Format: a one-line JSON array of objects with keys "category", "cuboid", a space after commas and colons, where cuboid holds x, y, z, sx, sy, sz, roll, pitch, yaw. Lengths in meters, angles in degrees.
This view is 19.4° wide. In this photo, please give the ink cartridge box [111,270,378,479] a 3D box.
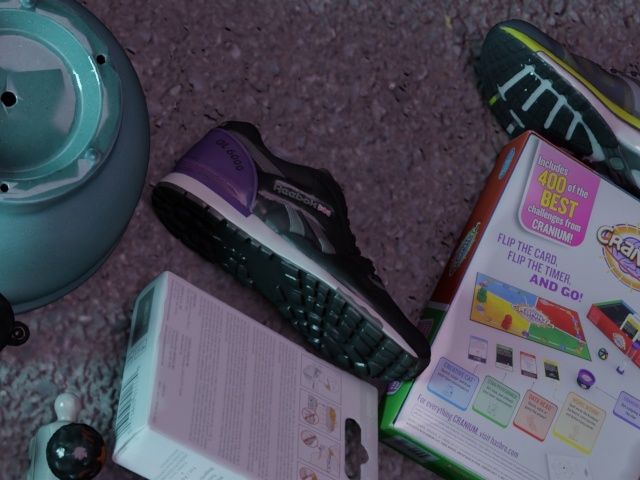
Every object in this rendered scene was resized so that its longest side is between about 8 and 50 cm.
[{"category": "ink cartridge box", "cuboid": [-0.059, 0.152, 1.579, 0.232, 0.066, 0.189, 34, 34, -24]}]

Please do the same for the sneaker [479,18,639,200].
[{"category": "sneaker", "cuboid": [0.283, -0.121, 1.785, 0.300, 0.111, 0.121, 35, 53, -11]}]

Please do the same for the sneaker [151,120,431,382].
[{"category": "sneaker", "cuboid": [0.000, 0.000, 1.633, 0.283, 0.107, 0.124, 39, 62, 2]}]

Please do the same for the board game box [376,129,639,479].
[{"category": "board game box", "cuboid": [0.217, 0.095, 1.725, 0.242, 0.064, 0.317, 31, 71, -11]}]

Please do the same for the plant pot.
[{"category": "plant pot", "cuboid": [-0.266, -0.095, 1.522, 0.293, 0.196, 0.293, 4, 78, -18]}]

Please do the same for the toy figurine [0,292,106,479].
[{"category": "toy figurine", "cuboid": [-0.290, 0.163, 1.486, 0.213, 0.148, 0.209, -39, 93, -22]}]
